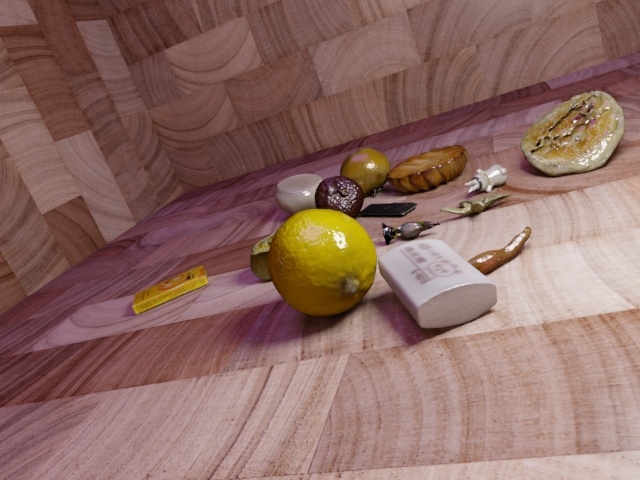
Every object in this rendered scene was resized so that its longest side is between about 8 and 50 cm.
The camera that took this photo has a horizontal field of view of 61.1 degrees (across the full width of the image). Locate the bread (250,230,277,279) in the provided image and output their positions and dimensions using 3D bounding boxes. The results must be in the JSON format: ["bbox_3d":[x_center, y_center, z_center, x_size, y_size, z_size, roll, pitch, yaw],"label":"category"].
[{"bbox_3d":[-0.107,0.029,1.751,0.257,0.124,0.186,-26,24,13],"label":"bread"}]

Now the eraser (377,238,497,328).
[{"bbox_3d":[0.250,0.087,1.209,0.174,0.094,0.270,-15,21,-6],"label":"eraser"}]

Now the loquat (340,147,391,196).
[{"bbox_3d":[0.188,-0.278,2.237,0.213,0.213,0.213,-19,18,6],"label":"loquat"}]

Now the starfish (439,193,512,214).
[{"bbox_3d":[0.472,-0.110,1.656,0.224,0.050,0.217,-10,11,-3],"label":"starfish"}]

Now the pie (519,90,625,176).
[{"bbox_3d":[0.801,-0.343,1.738,0.339,0.077,0.339,-28,37,24],"label":"pie"}]

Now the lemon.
[{"bbox_3d":[0.004,0.052,1.343,0.293,0.293,0.293,-19,18,6],"label":"lemon"}]

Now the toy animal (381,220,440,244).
[{"bbox_3d":[0.267,-0.036,1.644,0.203,0.070,0.105,-13,0,36],"label":"toy animal"}]

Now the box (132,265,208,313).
[{"bbox_3d":[-0.541,0.174,1.962,0.269,0.043,0.152,-25,18,-9],"label":"box"}]

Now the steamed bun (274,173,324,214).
[{"bbox_3d":[-0.079,-0.185,2.338,0.232,0.145,0.231,-8,28,4],"label":"steamed bun"}]

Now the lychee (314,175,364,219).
[{"bbox_3d":[0.070,-0.146,2.011,0.195,0.194,0.194,-19,18,6],"label":"lychee"}]

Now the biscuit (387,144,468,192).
[{"bbox_3d":[0.422,-0.274,2.110,0.326,0.107,0.325,-21,14,6],"label":"biscuit"}]

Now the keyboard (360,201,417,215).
[{"bbox_3d":[0.242,-0.113,1.961,0.094,0.025,0.230,-34,22,-31],"label":"keyboard"}]

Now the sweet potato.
[{"bbox_3d":[0.428,0.029,1.288,0.214,0.050,0.050,-27,19,-15],"label":"sweet potato"}]

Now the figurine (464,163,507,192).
[{"bbox_3d":[0.543,-0.188,1.806,0.146,0.081,0.098,-27,-25,-4],"label":"figurine"}]
